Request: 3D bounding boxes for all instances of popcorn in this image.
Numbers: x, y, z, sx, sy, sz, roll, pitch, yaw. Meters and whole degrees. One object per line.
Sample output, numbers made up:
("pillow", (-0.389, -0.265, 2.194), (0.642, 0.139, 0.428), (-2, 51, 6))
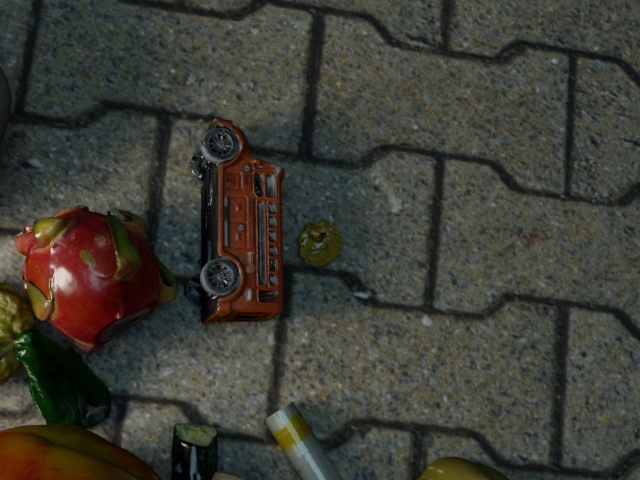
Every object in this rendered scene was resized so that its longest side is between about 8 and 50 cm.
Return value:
("popcorn", (0.000, 0.000, 1.533), (0.084, 0.084, 0.084), (2, 77, -9))
("popcorn", (-0.539, 0.145, 1.380), (0.198, 0.155, 0.197), (1, 60, -1))

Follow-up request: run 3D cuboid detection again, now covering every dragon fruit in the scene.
("dragon fruit", (-0.358, 0.050, 1.405), (0.224, 0.224, 0.227), (-25, 80, -14))

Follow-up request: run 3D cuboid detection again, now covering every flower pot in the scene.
("flower pot", (0.241, 0.443, 1.415), (0.195, 0.179, 0.195), (2, 79, -8))

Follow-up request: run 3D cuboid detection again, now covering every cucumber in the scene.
("cucumber", (-0.199, 0.410, 1.409), (0.075, 0.074, 0.241), (2, 79, -9))

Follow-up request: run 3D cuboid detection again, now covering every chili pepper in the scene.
("chili pepper", (-0.408, 0.217, 1.385), (0.108, 0.062, 0.216), (-42, 129, -19))

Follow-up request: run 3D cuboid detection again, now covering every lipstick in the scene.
("lipstick", (0.003, 0.387, 1.452), (0.059, 0.059, 0.264), (-32, 84, -15))

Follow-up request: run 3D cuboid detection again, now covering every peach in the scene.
("peach", (-0.372, 0.452, 1.226), (0.388, 0.388, 0.388), (2, 77, -9))

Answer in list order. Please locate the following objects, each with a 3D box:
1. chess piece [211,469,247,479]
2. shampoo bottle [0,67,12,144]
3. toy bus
("chess piece", (-0.132, 0.489, 1.328), (0.143, 0.143, 0.260), (20, 68, -4))
("shampoo bottle", (-0.643, -0.192, 1.350), (0.322, 0.322, 0.317), (32, 68, -1))
("toy bus", (-0.138, -0.031, 1.491), (0.153, 0.143, 0.329), (2, 75, -19))
